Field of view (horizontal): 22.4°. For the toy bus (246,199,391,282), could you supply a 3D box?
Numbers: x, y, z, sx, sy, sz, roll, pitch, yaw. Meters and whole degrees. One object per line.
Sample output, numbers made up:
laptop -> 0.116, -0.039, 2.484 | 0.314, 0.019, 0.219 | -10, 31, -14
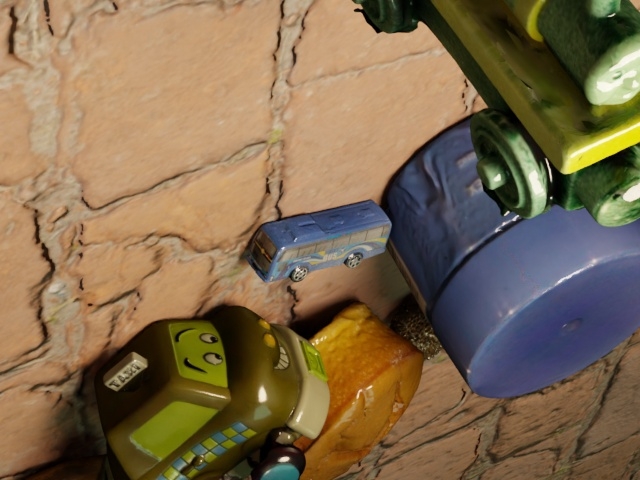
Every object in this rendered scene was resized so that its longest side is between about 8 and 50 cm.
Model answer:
toy bus -> 0.000, 0.000, 1.667 | 0.153, 0.051, 0.061 | -12, 135, -33

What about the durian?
durian -> 0.124, 0.103, 1.956 | 0.091, 0.080, 0.080 | -51, 152, 3

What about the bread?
bread -> 0.010, 0.191, 1.872 | 0.195, 0.142, 0.269 | -31, 166, -46

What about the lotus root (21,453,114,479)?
lotus root -> -0.309, 0.337, 1.838 | 0.180, 0.199, 0.188 | -1, 116, 11

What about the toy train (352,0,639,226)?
toy train -> 0.131, -0.184, 1.125 | 0.150, 0.369, 0.237 | -25, 150, -14

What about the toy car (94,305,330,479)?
toy car -> -0.136, 0.171, 1.700 | 0.248, 0.204, 0.198 | -39, 131, 19

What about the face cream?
face cream -> 0.208, 0.008, 1.701 | 0.249, 0.225, 0.249 | -24, 151, -15
